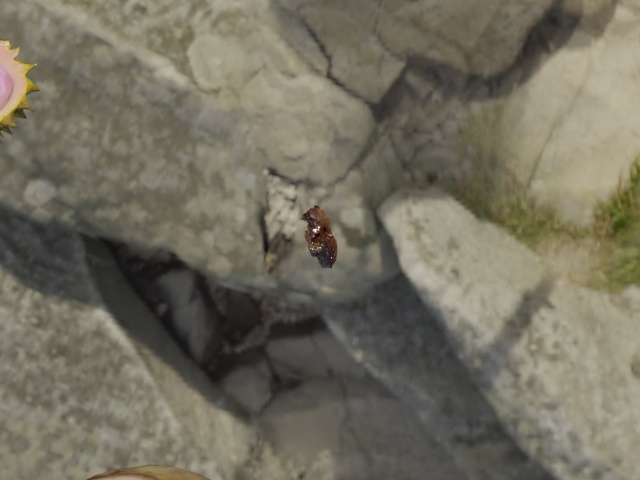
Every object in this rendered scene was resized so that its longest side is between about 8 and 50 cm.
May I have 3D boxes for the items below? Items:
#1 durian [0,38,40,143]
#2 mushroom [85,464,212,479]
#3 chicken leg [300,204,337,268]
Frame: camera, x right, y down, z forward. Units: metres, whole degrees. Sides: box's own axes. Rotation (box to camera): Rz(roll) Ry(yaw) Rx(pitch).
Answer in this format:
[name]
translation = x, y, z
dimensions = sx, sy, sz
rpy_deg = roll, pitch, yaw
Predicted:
[durian]
translation = -0.350, -0.106, 1.089
dimensions = 0.165, 0.182, 0.132
rpy_deg = 0, 97, 40
[mushroom]
translation = -0.161, 0.369, 1.416
dimensions = 0.224, 0.397, 0.314
rpy_deg = 32, 99, 22
[chicken leg]
translation = 0.001, 0.001, 0.944
dimensions = 0.021, 0.083, 0.036
rpy_deg = -19, 115, 6
